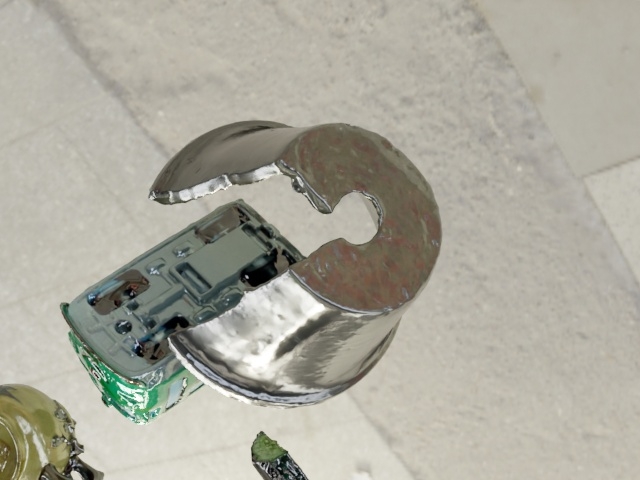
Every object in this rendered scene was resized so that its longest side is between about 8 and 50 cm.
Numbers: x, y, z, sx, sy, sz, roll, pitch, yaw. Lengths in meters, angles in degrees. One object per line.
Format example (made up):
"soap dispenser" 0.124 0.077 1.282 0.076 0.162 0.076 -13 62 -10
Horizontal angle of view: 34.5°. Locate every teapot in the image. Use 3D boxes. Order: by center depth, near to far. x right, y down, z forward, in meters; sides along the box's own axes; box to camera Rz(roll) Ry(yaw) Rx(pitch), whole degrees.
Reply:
"teapot" -0.428 0.303 1.542 0.269 0.182 0.173 26 103 19

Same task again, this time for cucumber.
"cucumber" -0.008 0.318 1.210 0.220 0.046 0.070 51 157 3

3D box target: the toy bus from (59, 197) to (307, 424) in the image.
"toy bus" -0.193 0.110 1.489 0.183 0.343 0.199 43 147 23

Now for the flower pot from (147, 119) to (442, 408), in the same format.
"flower pot" 0.000 0.000 1.238 0.379 0.379 0.251 37 152 -12
